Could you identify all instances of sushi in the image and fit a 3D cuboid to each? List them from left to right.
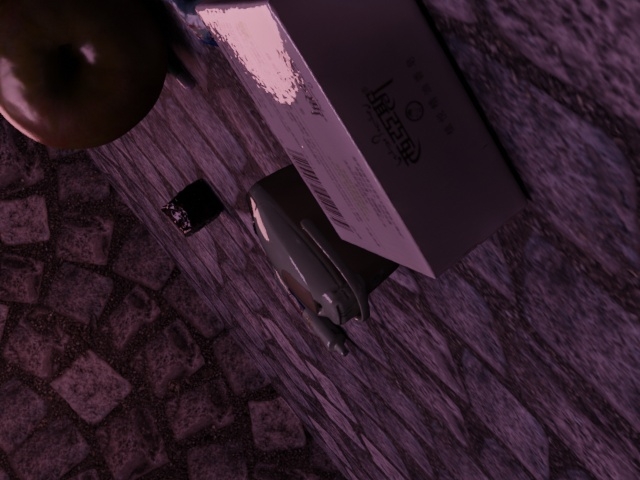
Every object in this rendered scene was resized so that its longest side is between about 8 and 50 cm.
[{"bbox_3d":[-0.241,-0.059,2.196,0.084,0.094,0.098,50,163,0],"label":"sushi"}]

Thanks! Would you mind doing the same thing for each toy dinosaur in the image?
[{"bbox_3d":[-0.110,-0.242,1.208,0.144,0.076,0.329,45,170,4],"label":"toy dinosaur"}]

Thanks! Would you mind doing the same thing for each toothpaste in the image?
[{"bbox_3d":[-0.020,0.120,2.009,0.233,0.038,0.060,48,164,36],"label":"toothpaste"}]

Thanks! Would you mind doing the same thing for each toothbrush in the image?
[{"bbox_3d":[-0.264,-0.310,1.727,0.257,0.018,0.024,48,170,20],"label":"toothbrush"}]

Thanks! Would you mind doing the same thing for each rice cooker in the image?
[{"bbox_3d":[0.000,0.000,1.366,0.206,0.127,0.145,44,167,22],"label":"rice cooker"}]

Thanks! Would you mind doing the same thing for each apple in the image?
[{"bbox_3d":[-0.341,-0.255,1.621,0.256,0.257,0.234,56,179,-14],"label":"apple"}]

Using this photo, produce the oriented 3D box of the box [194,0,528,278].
[{"bbox_3d":[0.029,-0.112,0.958,0.260,0.111,0.194,60,166,-21],"label":"box"}]
